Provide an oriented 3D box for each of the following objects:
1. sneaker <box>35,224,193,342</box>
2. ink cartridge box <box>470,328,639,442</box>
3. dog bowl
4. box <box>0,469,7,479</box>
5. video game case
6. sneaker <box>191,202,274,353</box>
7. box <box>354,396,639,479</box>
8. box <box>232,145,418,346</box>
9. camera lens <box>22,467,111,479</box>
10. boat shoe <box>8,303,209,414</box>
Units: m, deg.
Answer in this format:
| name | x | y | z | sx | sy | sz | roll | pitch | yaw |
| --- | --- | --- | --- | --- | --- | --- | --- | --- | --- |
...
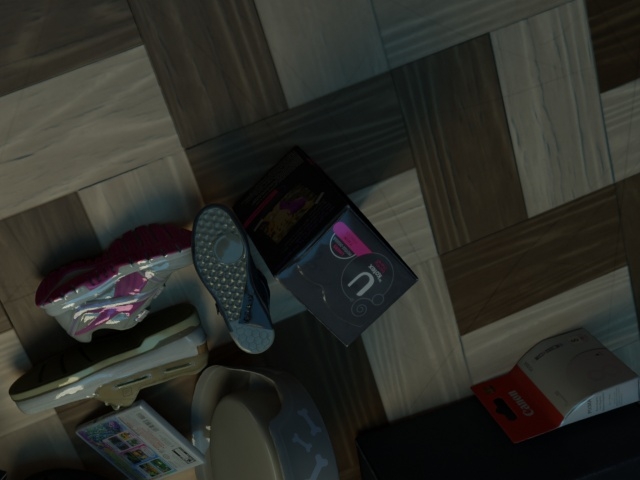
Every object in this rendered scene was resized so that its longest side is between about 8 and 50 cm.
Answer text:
| name | x | y | z | sx | sy | sz | roll | pitch | yaw |
| --- | --- | --- | --- | --- | --- | --- | --- | --- | --- |
| sneaker | -0.285 | 0.065 | 1.493 | 0.252 | 0.103 | 0.111 | -24 | 122 | 0 |
| ink cartridge box | 0.397 | 0.243 | 1.731 | 0.232 | 0.189 | 0.066 | -13 | 115 | -12 |
| dog bowl | -0.086 | 0.353 | 1.548 | 0.102 | 0.349 | 0.349 | -9 | 115 | -28 |
| box | -0.642 | 0.439 | 1.436 | 0.294 | 0.183 | 0.296 | 19 | 107 | 0 |
| video game case | -0.286 | 0.324 | 1.606 | 0.143 | 0.019 | 0.157 | -25 | 122 | 27 |
| sneaker | -0.133 | 0.041 | 1.499 | 0.086 | 0.163 | 0.226 | -17 | 105 | -1 |
| box | 0.353 | 0.537 | 1.782 | 0.479 | 0.297 | 0.472 | -15 | 117 | -12 |
| box | 0.000 | 0.000 | 1.452 | 0.143 | 0.270 | 0.165 | -43 | 119 | 4 |
| camera lens | -0.407 | 0.512 | 1.569 | 0.219 | 0.219 | 0.274 | 15 | 107 | -23 |
| boat shoe | -0.312 | 0.203 | 1.529 | 0.302 | 0.113 | 0.103 | -21 | 112 | -9 |
